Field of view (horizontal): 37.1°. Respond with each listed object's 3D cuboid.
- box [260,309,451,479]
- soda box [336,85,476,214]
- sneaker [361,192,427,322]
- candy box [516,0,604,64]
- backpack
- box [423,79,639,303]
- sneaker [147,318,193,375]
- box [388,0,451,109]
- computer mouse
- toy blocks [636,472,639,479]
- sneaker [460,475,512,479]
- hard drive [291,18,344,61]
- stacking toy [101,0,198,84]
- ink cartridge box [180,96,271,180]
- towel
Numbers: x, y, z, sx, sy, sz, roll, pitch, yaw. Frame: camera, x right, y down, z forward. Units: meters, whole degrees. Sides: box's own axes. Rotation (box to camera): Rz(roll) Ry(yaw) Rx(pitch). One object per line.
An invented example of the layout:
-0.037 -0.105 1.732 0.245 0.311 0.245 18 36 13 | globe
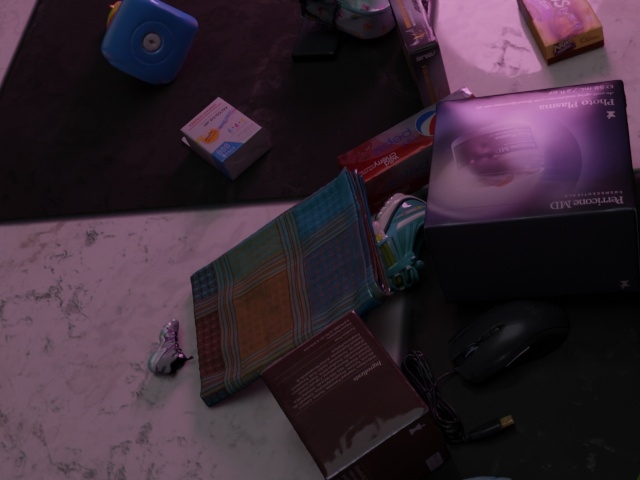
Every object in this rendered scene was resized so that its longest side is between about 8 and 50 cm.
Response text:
0.050 0.247 1.351 0.167 0.168 0.203 -33 51 -6 | box
0.167 -0.154 1.649 0.263 0.092 0.083 -30 52 -3 | soda box
0.107 0.043 1.528 0.110 0.107 0.275 24 68 18 | sneaker
0.441 -0.419 1.767 0.109 0.053 0.186 -18 52 7 | candy box
0.073 -0.494 1.888 0.188 0.144 0.166 31 56 10 | backpack
0.326 -0.076 1.451 0.296 0.182 0.294 -5 46 17 | box
-0.240 0.182 1.593 0.069 0.038 0.098 11 69 25 | sneaker
0.178 -0.356 1.735 0.056 0.183 0.231 -17 52 6 | box
0.256 0.182 1.392 0.262 0.060 0.184 -24 50 3 | computer mouse
0.477 0.254 1.129 0.191 0.261 0.381 21 64 31 | toy blocks
0.234 0.448 1.160 0.150 0.135 0.366 -21 52 8 | sneaker
0.000 -0.422 1.951 0.094 0.022 0.135 2 56 21 | hard drive
-0.404 -0.466 2.065 0.165 0.175 0.302 -61 34 12 | stacking toy
-0.194 -0.205 1.839 0.104 0.061 0.181 -43 52 -13 | ink cartridge box
-0.064 0.073 1.521 0.370 0.040 0.271 -33 46 24 | towel
